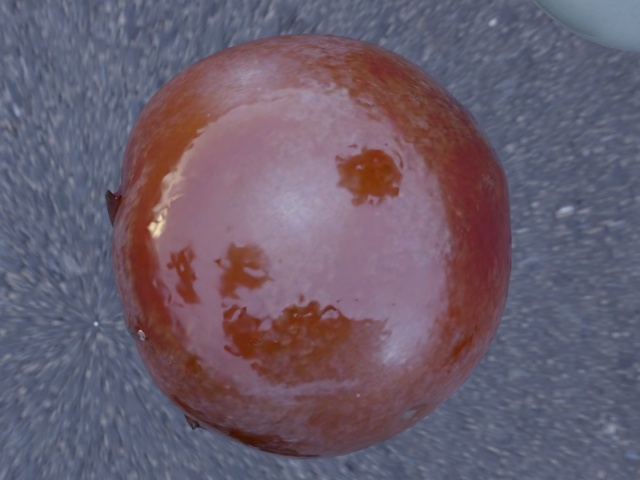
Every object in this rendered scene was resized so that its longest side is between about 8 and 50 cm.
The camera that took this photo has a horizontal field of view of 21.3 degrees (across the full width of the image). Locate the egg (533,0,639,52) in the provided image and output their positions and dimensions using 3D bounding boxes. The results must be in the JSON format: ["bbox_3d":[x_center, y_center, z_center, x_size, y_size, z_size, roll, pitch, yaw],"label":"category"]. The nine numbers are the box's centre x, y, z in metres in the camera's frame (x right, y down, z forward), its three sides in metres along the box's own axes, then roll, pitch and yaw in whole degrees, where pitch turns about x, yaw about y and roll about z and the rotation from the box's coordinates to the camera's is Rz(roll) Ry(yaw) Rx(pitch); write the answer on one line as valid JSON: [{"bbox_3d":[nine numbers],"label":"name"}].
[{"bbox_3d":[0.156,-0.162,0.790,0.151,0.209,0.151,1,95,13],"label":"egg"}]

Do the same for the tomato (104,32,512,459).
[{"bbox_3d":[0.000,0.000,1.066,0.264,0.265,0.265,0,87,-7],"label":"tomato"}]
